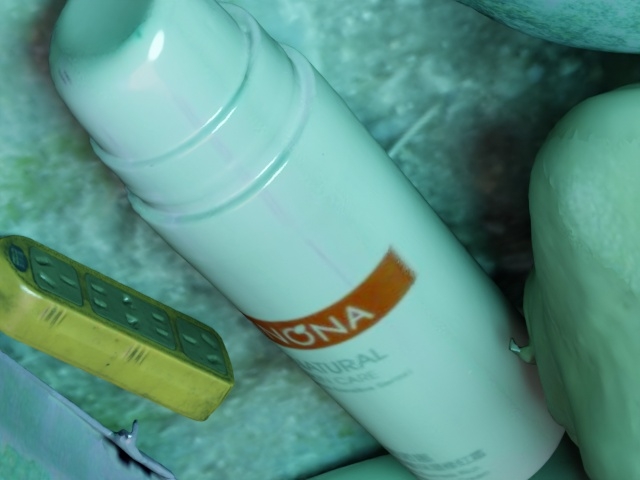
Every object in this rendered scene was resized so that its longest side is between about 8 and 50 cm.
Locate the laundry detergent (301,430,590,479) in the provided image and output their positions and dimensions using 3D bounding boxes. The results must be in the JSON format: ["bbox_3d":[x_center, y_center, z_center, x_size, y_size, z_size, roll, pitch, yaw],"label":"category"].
[{"bbox_3d":[0.124,0.191,1.084,0.280,0.105,0.215,-11,134,-6],"label":"laundry detergent"}]

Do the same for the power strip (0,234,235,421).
[{"bbox_3d":[-0.112,0.037,0.914,0.178,0.049,0.028,28,116,-34],"label":"power strip"}]

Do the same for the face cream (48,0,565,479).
[{"bbox_3d":[0.000,0.000,0.869,0.102,0.102,0.345,-30,133,16],"label":"face cream"}]

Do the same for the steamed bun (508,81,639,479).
[{"bbox_3d":[0.263,0.065,0.831,0.342,0.255,0.367,-11,164,1],"label":"steamed bun"}]

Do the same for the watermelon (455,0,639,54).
[{"bbox_3d":[0.084,-0.152,0.689,0.188,0.175,0.322,-25,133,9],"label":"watermelon"}]

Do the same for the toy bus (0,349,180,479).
[{"bbox_3d":[-0.179,0.117,0.911,0.112,0.138,0.317,-5,146,36],"label":"toy bus"}]
